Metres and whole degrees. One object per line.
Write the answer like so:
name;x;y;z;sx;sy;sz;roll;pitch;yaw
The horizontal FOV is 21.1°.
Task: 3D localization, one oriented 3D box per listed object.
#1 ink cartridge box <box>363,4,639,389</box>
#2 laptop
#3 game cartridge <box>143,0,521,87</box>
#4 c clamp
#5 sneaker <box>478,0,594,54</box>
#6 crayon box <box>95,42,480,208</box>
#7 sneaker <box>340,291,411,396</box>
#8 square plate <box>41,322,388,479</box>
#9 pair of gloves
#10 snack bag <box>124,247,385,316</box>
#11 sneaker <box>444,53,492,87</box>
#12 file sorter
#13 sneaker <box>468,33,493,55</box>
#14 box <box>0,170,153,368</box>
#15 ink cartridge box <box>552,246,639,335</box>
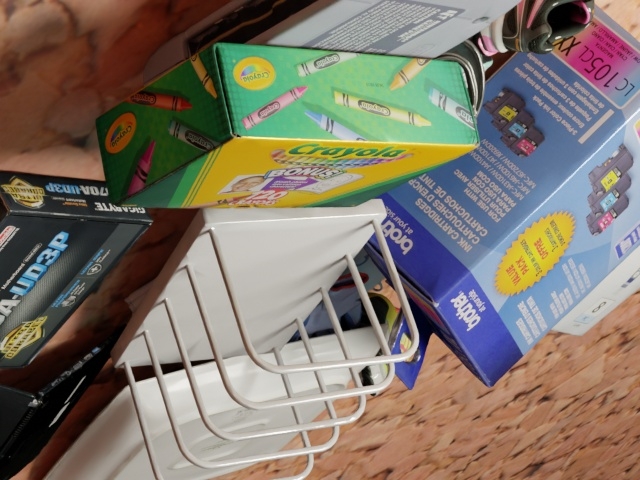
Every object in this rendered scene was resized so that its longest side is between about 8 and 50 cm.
ink cartridge box;0.198;-0.021;1.782;0.395;0.151;0.270;-42;151;-2
laptop;-0.358;0.170;1.738;0.234;0.136;0.264;-51;175;34
game cartridge;0.018;-0.174;1.405;0.294;0.060;0.196;-24;159;40
c clamp;0.086;-0.122;1.627;0.160;0.022;0.137;-22;112;2
sneaker;0.224;-0.222;1.567;0.178;0.077;0.072;-49;141;-24
crayon box;-0.024;-0.090;1.424;0.278;0.081;0.165;-1;163;-43
sneaker;0.077;0.106;2.054;0.094;0.081;0.208;-36;160;-16
square plate;-0.127;0.215;1.962;0.347;0.049;0.344;-11;158;-34
pair of gloves;-0.040;0.092;1.871;0.198;0.023;0.159;-12;151;-24
snack bag;0.000;0.000;1.817;0.342;0.037;0.323;-38;153;16
sneaker;0.118;-0.157;1.669;0.098;0.038;0.069;-2;140;-46
file sorter;-0.053;0.108;1.656;0.192;0.173;0.278;-4;150;-29
sneaker;0.160;-0.218;1.590;0.047;0.057;0.119;-20;150;-21
box;-0.280;0.031;1.536;0.220;0.051;0.175;-46;151;26
ink cartridge box;0.380;-0.039;2.112;0.385;0.091;0.308;-41;153;20
